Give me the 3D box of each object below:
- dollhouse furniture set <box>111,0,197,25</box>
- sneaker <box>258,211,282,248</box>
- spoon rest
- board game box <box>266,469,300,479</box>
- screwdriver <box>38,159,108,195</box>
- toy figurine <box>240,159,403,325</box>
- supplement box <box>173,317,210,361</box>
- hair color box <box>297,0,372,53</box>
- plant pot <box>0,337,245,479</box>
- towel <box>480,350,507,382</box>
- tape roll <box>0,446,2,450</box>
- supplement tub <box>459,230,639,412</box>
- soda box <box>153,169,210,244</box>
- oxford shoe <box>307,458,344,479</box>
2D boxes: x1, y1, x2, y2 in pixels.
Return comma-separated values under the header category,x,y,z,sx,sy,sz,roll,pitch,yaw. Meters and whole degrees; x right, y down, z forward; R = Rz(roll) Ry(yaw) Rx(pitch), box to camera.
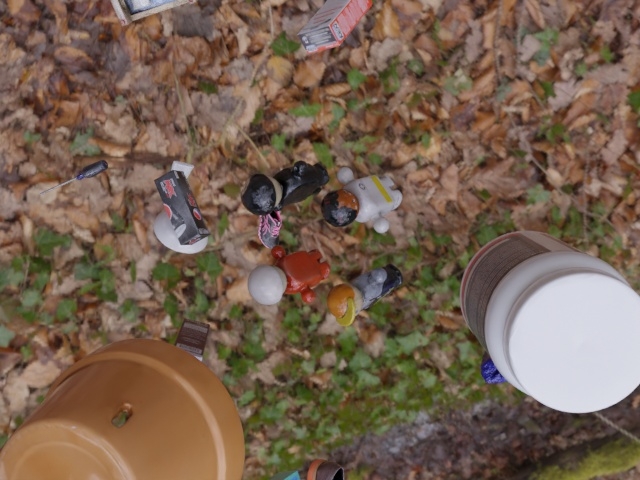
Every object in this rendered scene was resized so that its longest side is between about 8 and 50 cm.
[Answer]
category,x,y,z,sx,sy,sz,roll,pitch,yaw
dollhouse furniture set,-0.283,-0.459,1.142,0.129,0.129,0.183,-16,116,7
sneaker,-0.105,-0.034,1.570,0.047,0.057,0.119,-23,117,-36
spoon rest,-0.350,-0.074,1.799,0.137,0.276,0.084,13,136,-25
board game box,-0.066,0.483,1.093,0.047,0.160,0.210,-20,87,34
screwdriver,-0.465,-0.112,1.346,0.170,0.024,0.025,-22,154,26
toy figurine,0.000,0.000,0.992,0.148,0.210,0.212,-19,116,-47
supplement box,-0.319,0.283,1.691,0.073,0.239,0.130,17,98,-7
hair color box,0.033,-0.477,1.545,0.093,0.167,0.053,-1,132,42
plant pot,-0.266,0.289,0.913,0.291,0.203,0.290,2,97,14
towel,0.444,0.179,1.414,0.228,0.308,0.076,-26,95,27
tape roll,-0.533,0.375,0.938,0.090,0.275,0.274,36,114,12
supplement tub,0.299,0.097,0.947,0.191,0.272,0.191,0,99,1
soda box,-0.320,-0.075,1.656,0.060,0.053,0.168,-26,82,17
oxford shoe,0.020,0.720,1.883,0.097,0.098,0.271,4,82,-44
